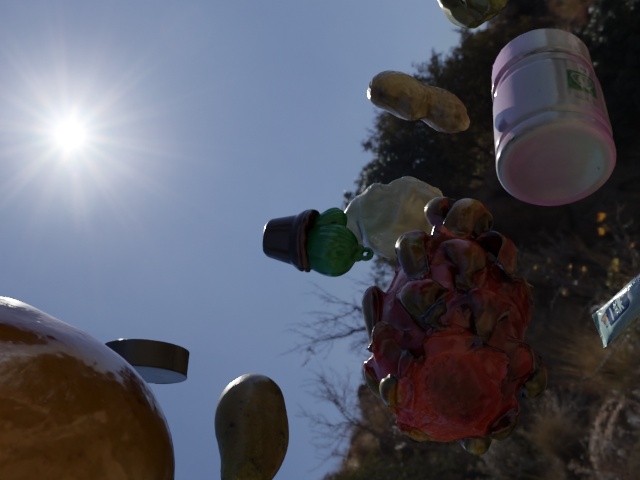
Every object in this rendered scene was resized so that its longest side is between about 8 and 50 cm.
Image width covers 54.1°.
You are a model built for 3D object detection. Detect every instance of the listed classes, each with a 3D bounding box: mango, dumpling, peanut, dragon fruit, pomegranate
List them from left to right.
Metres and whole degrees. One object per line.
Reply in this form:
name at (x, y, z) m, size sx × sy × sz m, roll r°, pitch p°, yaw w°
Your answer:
pomegranate at (-0.213, 0.160, 0.346) m, size 0.264 × 0.264 × 0.264 m, roll -16°, pitch -72°, yaw -62°
mango at (-0.164, 0.466, 1.540) m, size 0.329 × 0.177 × 0.175 m, roll -110°, pitch -3°, yaw -59°
dumpling at (0.145, -0.045, 1.258) m, size 0.162 × 0.250 × 0.132 m, roll 33°, pitch -129°, yaw -13°
peanut at (0.206, -0.284, 1.299) m, size 0.104 × 0.228 × 0.085 m, roll -82°, pitch 12°, yaw -49°
dragon fruit at (0.173, 0.098, 0.796) m, size 0.228 × 0.243 × 0.307 m, roll 27°, pitch -89°, yaw -24°

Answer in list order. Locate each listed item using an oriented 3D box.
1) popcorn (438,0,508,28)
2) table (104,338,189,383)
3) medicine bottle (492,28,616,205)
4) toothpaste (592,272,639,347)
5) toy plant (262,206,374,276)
popcorn at (0.170, -0.425, 0.641) m, size 0.334 × 0.292 × 0.293 m, roll 36°, pitch -149°, yaw -31°
table at (-0.274, 0.191, 0.981) m, size 0.133 × 0.134 × 0.043 m, roll 44°, pitch -137°, yaw -57°
medicine bottle at (0.450, -0.247, 1.241) m, size 0.325 × 0.212 × 0.212 m, roll -79°, pitch -25°, yaw -43°
toothpaste at (0.415, 0.066, 0.809) m, size 0.205 × 0.036 × 0.056 m, roll 110°, pitch 167°, yaw -49°
toy plant at (0.000, 0.000, 1.131) m, size 0.105 × 0.201 × 0.142 m, roll 84°, pitch -165°, yaw -49°
